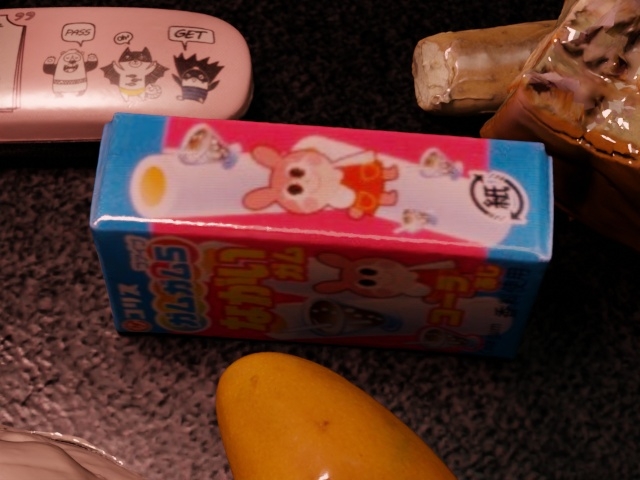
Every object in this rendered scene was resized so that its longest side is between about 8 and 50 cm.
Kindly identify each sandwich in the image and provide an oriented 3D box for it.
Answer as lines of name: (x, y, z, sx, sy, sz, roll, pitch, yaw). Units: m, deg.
sandwich: (0.252, -0.083, 0.879, 0.227, 0.198, 0.155, 33, 82, 2)

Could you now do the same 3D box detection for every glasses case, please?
glasses case: (-0.210, -0.127, 0.999, 0.314, 0.075, 0.122, -1, 56, -1)

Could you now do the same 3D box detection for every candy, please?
candy: (0.000, 0.001, 0.884, 0.305, 0.157, 0.100, 5, 60, 1)

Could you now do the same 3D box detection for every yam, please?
yam: (0.264, -0.148, 1.028, 0.371, 0.083, 0.083, -5, 60, -6)

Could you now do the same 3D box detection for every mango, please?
mango: (0.014, 0.173, 0.809, 0.138, 0.113, 0.253, -33, 64, -20)

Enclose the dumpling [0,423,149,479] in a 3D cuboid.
dumpling: (-0.214, 0.194, 0.763, 0.341, 0.181, 0.260, -13, 40, -5)
